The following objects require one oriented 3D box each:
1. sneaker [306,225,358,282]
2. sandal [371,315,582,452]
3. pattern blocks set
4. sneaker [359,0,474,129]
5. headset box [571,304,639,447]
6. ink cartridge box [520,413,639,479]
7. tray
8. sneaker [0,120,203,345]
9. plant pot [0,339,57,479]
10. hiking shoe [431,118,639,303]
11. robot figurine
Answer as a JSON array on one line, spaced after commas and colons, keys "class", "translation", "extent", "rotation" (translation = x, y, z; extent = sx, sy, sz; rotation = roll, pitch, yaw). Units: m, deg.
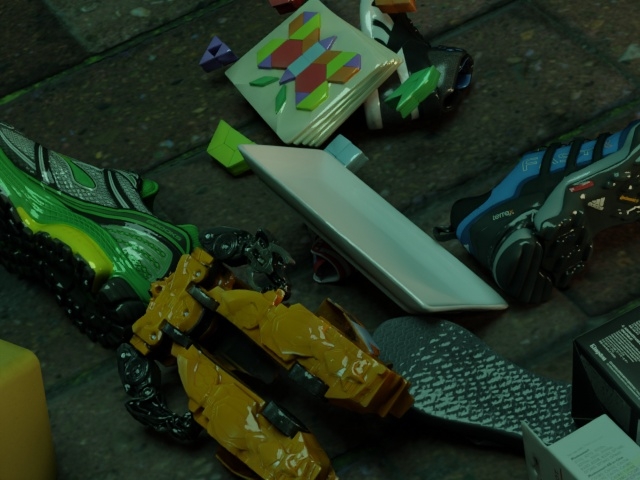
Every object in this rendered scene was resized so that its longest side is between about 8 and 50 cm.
[{"class": "sneaker", "translation": [0.000, 0.000, 1.790], "extent": [0.067, 0.042, 0.118], "rotation": [-33, 46, -26]}, {"class": "sandal", "translation": [0.150, 0.145, 1.580], "extent": [0.254, 0.054, 0.097], "rotation": [23, 59, 24]}, {"class": "pattern blocks set", "translation": [-0.012, -0.186, 1.946], "extent": [0.325, 0.026, 0.285], "rotation": [28, 75, 45]}, {"class": "sneaker", "translation": [0.107, -0.206, 1.982], "extent": [0.121, 0.079, 0.217], "rotation": [-5, 49, 6]}, {"class": "headset box", "translation": [0.385, 0.119, 1.465], "extent": [0.293, 0.110, 0.218], "rotation": [-26, 49, -17]}, {"class": "ink cartridge box", "translation": [0.237, 0.213, 1.424], "extent": [0.062, 0.104, 0.181], "rotation": [-27, 42, -16]}, {"class": "tray", "translation": [0.044, -0.005, 1.712], "extent": [0.270, 0.030, 0.145], "rotation": [41, 22, 30]}, {"class": "sneaker", "translation": [-0.251, -0.024, 1.843], "extent": [0.146, 0.134, 0.343], "rotation": [-30, 51, -29]}, {"class": "plant pot", "translation": [-0.350, 0.181, 1.567], "extent": [0.212, 0.212, 0.187], "rotation": [16, 35, 30]}, {"class": "hiking shoe", "translation": [0.261, -0.068, 1.738], "extent": [0.304, 0.113, 0.132], "rotation": [-31, 45, -19]}, {"class": "robot figurine", "translation": [-0.060, 0.112, 1.614], "extent": [0.291, 0.085, 0.211], "rotation": [36, 90, 42]}]
